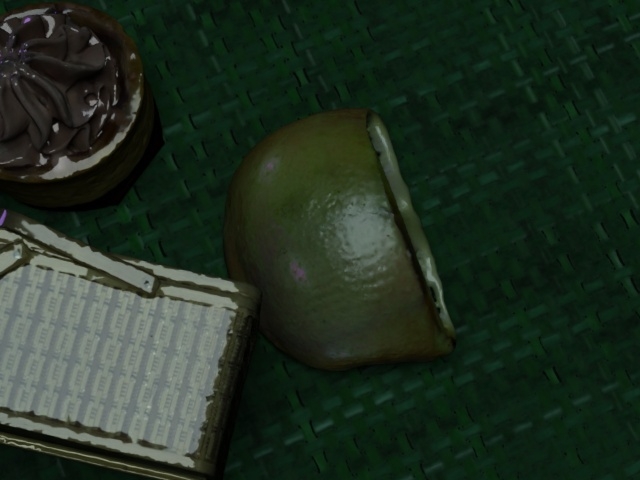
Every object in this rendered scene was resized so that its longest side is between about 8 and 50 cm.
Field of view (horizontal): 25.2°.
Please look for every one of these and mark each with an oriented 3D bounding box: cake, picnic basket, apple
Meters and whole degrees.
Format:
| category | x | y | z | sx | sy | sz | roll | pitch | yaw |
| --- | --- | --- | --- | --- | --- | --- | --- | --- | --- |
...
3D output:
| category | x | y | z | sx | sy | sz | roll | pitch | yaw |
| --- | --- | --- | --- | --- | --- | --- | --- | --- | --- |
| cake | -0.249 | -0.138 | 1.333 | 0.207 | 0.178 | 0.185 | 5 | 73 | -4 |
| picnic basket | -0.216 | 0.093 | 1.239 | 0.312 | 0.228 | 0.175 | 13 | 76 | 1 |
| apple | 0.000 | 0.000 | 1.336 | 0.193 | 0.120 | 0.265 | -18 | 73 | 5 |
